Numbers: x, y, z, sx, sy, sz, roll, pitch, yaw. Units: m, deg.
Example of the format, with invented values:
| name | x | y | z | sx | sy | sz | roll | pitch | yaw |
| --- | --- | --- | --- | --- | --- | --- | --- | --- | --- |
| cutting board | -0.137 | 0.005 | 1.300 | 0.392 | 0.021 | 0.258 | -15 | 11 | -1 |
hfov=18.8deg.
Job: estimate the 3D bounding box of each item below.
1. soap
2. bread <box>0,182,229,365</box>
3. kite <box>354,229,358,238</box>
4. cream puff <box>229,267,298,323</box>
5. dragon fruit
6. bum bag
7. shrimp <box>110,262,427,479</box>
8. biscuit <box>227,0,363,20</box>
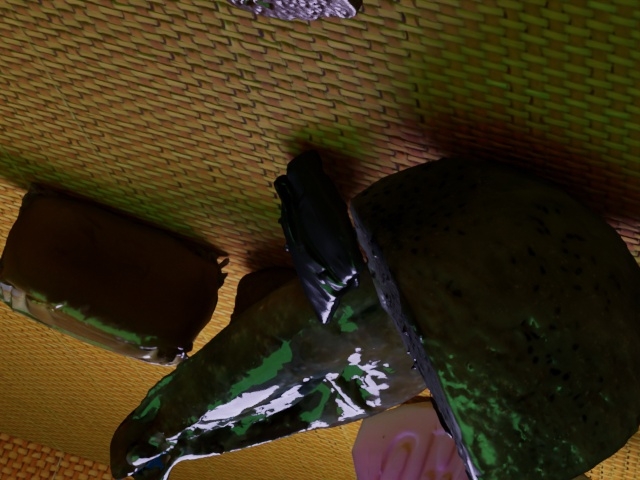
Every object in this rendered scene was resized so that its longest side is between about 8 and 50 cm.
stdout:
| name | x | y | z | sx | sy | sz | roll | pitch | yaw |
| --- | --- | --- | --- | --- | --- | --- | --- | --- | --- |
| soap | 0.179 | 0.306 | 2.418 | 0.323 | 0.193 | 0.109 | 2 | 155 | 46 |
| bread | -0.234 | 0.043 | 2.130 | 0.241 | 0.136 | 0.107 | 23 | 163 | -8 |
| kite | 0.139 | 0.025 | 1.880 | 0.241 | 0.014 | 0.183 | 19 | 164 | -3 |
| cream puff | -0.040 | 0.092 | 2.132 | 0.126 | 0.103 | 0.144 | 24 | 157 | -13 |
| dragon fruit | 0.158 | 0.037 | 1.586 | 0.283 | 0.204 | 0.221 | -118 | 4 | -56 |
| bum bag | 0.000 | 0.000 | 1.807 | 0.060 | 0.123 | 0.248 | -25 | 170 | -6 |
| shrimp | -0.048 | 0.155 | 2.057 | 0.445 | 0.110 | 0.221 | -29 | 133 | 25 |
| biscuit | -0.080 | -0.207 | 1.342 | 0.192 | 0.036 | 0.186 | 29 | 163 | -31 |
